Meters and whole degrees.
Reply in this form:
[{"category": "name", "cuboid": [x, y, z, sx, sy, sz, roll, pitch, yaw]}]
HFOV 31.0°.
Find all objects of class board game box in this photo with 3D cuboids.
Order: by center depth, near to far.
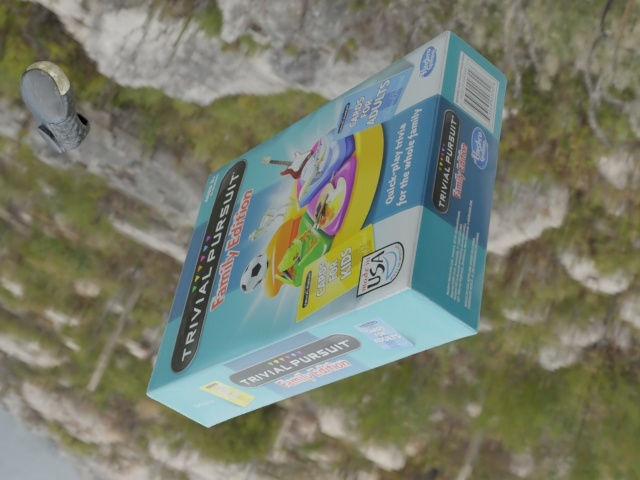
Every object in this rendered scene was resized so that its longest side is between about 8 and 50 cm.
[{"category": "board game box", "cuboid": [0.000, 0.000, 1.004, 0.079, 0.254, 0.336, 33, 141, -29]}]

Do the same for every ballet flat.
[{"category": "ballet flat", "cuboid": [-0.258, -0.137, 1.131, 0.057, 0.049, 0.173, 39, 163, 4]}]
